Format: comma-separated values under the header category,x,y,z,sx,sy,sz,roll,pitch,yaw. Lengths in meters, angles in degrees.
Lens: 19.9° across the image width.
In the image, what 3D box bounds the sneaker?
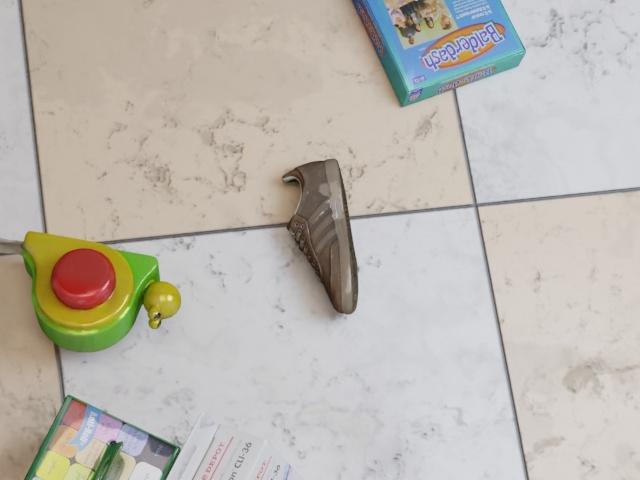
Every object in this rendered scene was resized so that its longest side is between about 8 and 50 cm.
category,x,y,z,sx,sy,sz,roll,pitch,yaw
sneaker,0.000,0.000,2.078,0.071,0.066,0.188,-10,66,7

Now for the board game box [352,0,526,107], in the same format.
category,x,y,z,sx,sy,sz,roll,pitch,yaw
board game box,0.130,-0.282,2.193,0.160,0.047,0.210,-20,74,-14

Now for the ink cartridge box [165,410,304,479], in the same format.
category,x,y,z,sx,sy,sz,roll,pitch,yaw
ink cartridge box,-0.083,0.271,1.889,0.067,0.198,0.115,13,66,32

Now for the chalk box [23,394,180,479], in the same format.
category,x,y,z,sx,sy,sz,roll,pitch,yaw
chalk box,-0.231,0.252,1.869,0.132,0.213,0.132,26,69,2

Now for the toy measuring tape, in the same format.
category,x,y,z,sx,sy,sz,roll,pitch,yaw
toy measuring tape,-0.316,0.053,1.987,0.330,0.121,0.121,10,70,4
